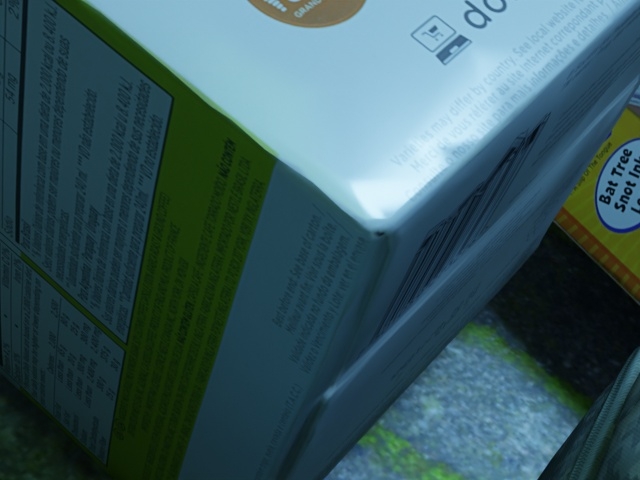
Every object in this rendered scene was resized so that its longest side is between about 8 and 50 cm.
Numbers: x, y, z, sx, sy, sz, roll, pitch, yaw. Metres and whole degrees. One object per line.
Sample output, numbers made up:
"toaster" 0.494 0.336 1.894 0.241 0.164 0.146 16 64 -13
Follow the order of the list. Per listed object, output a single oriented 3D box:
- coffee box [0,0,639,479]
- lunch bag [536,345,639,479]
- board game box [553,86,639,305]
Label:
"coffee box" -0.038 -0.101 0.624 0.334 0.338 0.337 39 55 14
"lunch bag" 0.232 0.128 0.388 0.305 0.256 0.212 34 40 12
"board game box" 0.400 -0.093 0.815 0.356 0.357 0.356 -1 42 -51
